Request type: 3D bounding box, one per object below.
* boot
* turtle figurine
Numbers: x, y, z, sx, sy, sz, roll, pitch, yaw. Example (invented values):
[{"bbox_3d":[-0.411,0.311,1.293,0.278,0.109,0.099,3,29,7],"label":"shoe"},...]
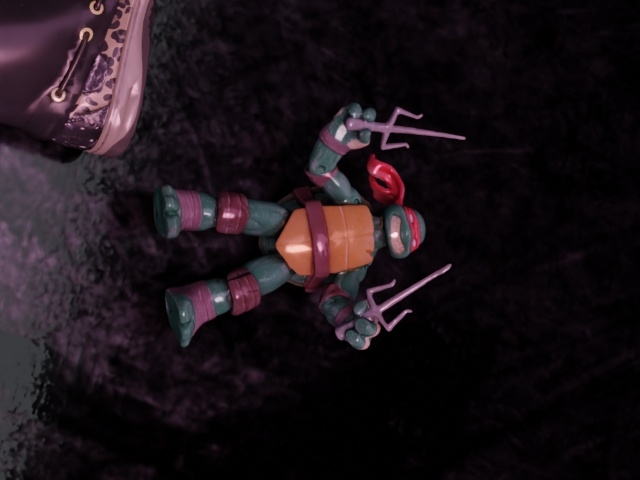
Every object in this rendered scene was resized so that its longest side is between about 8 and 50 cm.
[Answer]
[{"bbox_3d":[-0.204,-0.182,1.289,0.179,0.085,0.236,6,87,-27],"label":"boot"},{"bbox_3d":[0.000,0.000,1.384,0.234,0.118,0.175,-10,79,-14],"label":"turtle figurine"}]
